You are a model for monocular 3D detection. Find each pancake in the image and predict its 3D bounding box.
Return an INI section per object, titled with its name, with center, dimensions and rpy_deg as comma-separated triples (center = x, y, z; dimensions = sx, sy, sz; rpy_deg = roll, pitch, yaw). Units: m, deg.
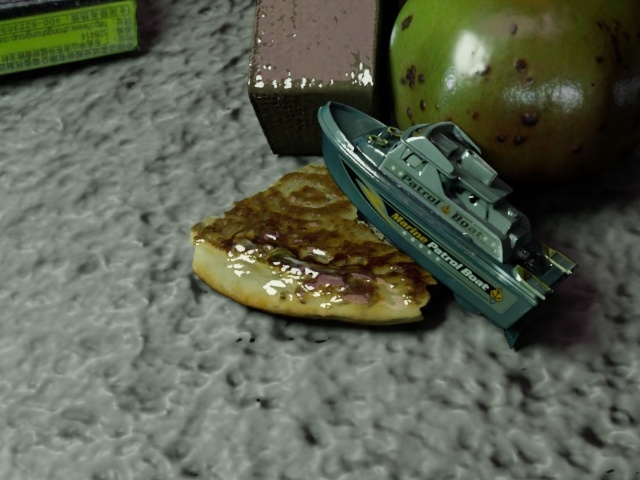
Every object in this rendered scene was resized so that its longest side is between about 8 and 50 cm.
[pancake]
center = 0.000, 0.000, 1.323
dimensions = 0.265, 0.057, 0.244
rpy_deg = 7, 36, 10

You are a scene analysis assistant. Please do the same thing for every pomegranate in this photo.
[pomegranate]
center = 0.200, -0.211, 1.309
dimensions = 0.290, 0.323, 0.291
rpy_deg = -19, 25, 9

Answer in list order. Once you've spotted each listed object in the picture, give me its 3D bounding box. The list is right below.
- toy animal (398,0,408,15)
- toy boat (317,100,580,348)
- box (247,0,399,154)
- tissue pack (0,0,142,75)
[toy animal]
center = 0.067, -0.420, 1.623
dimensions = 0.358, 0.188, 0.226
rpy_deg = 44, 76, 10
[toy boat]
center = 0.111, -0.040, 1.217
dimensions = 0.296, 0.122, 0.114
rpy_deg = 41, 29, 12
[box]
center = 0.010, -0.246, 1.410
dimensions = 0.143, 0.184, 0.273
rpy_deg = 2, 71, 8
[tissue pack]
center = -0.453, -0.312, 1.623
dimensions = 0.394, 0.124, 0.288
rpy_deg = -12, 39, -16
